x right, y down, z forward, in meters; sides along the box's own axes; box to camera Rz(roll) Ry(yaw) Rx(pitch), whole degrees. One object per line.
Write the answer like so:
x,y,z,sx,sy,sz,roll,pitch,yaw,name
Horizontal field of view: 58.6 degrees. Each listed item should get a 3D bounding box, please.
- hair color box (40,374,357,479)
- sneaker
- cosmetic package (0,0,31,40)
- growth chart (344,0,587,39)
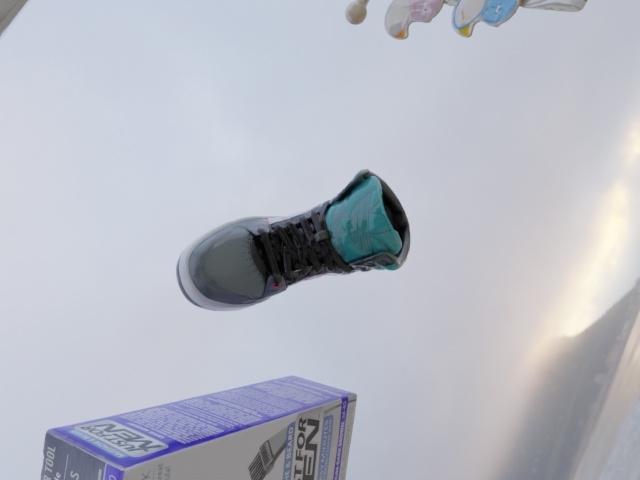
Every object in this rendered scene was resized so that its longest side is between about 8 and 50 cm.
-0.096,0.253,0.559,0.339,0.110,0.185,6,-89,-56,hair color box
0.000,0.000,0.651,0.296,0.178,0.123,-15,-98,-43,sneaker
-0.301,-0.086,0.268,0.197,0.155,0.365,36,-99,-36,cosmetic package
0.133,-0.203,0.352,0.021,0.238,0.171,33,-108,-51,growth chart
